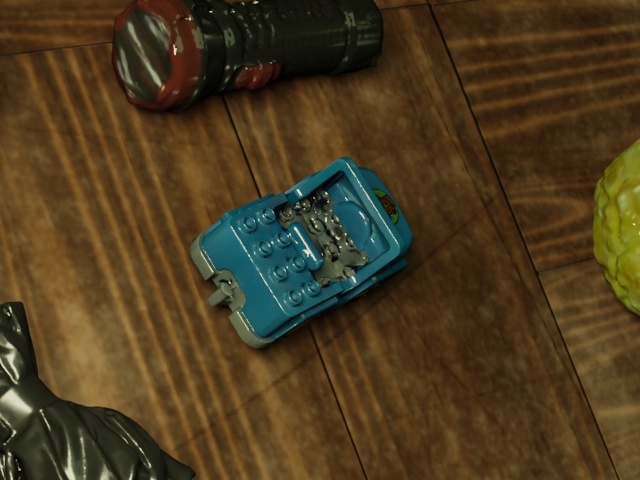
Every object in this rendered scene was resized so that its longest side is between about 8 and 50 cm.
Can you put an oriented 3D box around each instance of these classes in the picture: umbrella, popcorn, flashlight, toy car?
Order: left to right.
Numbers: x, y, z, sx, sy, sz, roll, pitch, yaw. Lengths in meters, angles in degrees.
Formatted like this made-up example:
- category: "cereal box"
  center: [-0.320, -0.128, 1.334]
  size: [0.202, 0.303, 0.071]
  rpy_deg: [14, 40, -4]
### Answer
- category: "umbrella"
  center: [-0.213, 0.095, 1.243]
  size: [0.340, 0.118, 0.118]
  rpy_deg: [43, 48, 9]
- category: "flashlight"
  center: [-0.048, -0.149, 1.509]
  size: [0.232, 0.093, 0.093]
  rpy_deg: [-9, 75, -42]
- category: "toy car"
  center: [0.000, 0.000, 1.460]
  size: [0.191, 0.100, 0.097]
  rpy_deg: [-26, 82, -46]
- category: "popcorn"
  center: [0.339, -0.011, 1.665]
  size: [0.198, 0.212, 0.198]
  rpy_deg: [-15, 108, -56]
